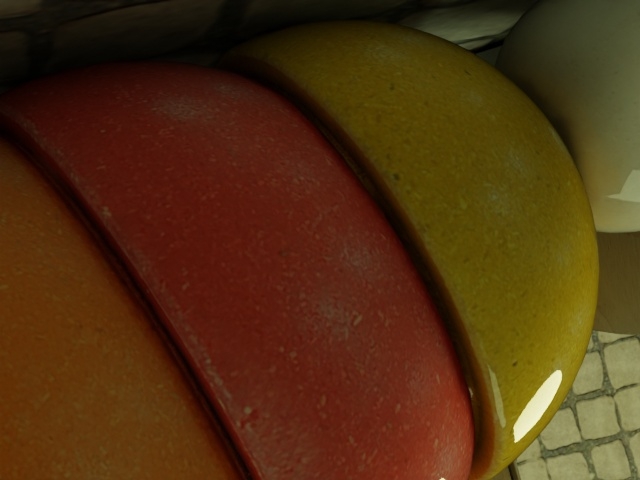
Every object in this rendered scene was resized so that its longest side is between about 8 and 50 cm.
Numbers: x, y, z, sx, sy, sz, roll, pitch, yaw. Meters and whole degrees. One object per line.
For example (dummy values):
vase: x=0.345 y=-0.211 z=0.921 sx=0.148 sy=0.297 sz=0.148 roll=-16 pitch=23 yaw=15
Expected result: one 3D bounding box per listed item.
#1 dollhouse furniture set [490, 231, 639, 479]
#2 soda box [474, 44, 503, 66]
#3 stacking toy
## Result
dollhouse furniture set: x=0.210 y=0.061 z=0.891 sx=0.355 sy=0.174 sz=0.303 roll=-16 pitch=176 yaw=25
soda box: x=0.083 y=-0.046 z=0.848 sx=0.286 sy=0.091 sz=0.098 roll=-16 pitch=174 yaw=17
stacking toy: x=-0.001 y=0.028 z=0.649 sx=0.480 sy=0.351 sz=0.350 roll=-29 pitch=178 yaw=-16
